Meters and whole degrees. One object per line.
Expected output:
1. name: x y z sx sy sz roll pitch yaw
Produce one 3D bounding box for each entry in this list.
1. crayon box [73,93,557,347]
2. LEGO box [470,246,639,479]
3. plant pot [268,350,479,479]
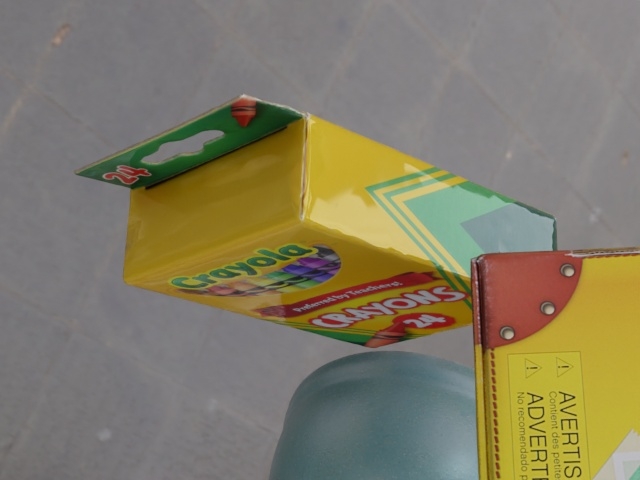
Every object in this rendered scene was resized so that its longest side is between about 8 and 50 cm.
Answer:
1. crayon box: 0.000 0.000 0.920 0.318 0.202 0.081 18 65 -39
2. LEGO box: 0.274 0.254 0.640 0.193 0.372 0.500 71 18 -62
3. plant pot: 0.073 0.272 1.112 0.196 0.293 0.293 -63 141 -45
